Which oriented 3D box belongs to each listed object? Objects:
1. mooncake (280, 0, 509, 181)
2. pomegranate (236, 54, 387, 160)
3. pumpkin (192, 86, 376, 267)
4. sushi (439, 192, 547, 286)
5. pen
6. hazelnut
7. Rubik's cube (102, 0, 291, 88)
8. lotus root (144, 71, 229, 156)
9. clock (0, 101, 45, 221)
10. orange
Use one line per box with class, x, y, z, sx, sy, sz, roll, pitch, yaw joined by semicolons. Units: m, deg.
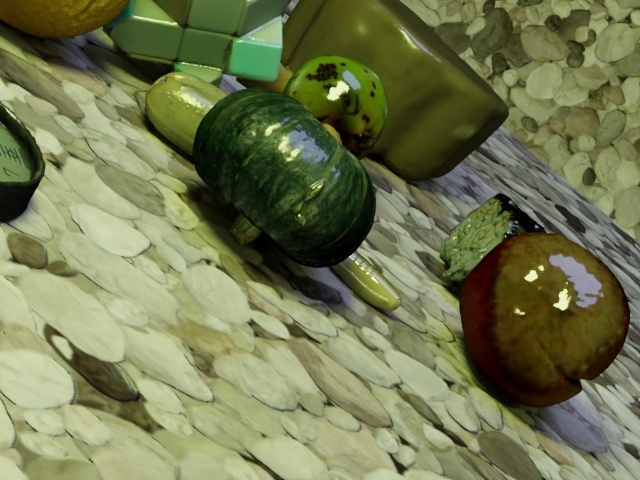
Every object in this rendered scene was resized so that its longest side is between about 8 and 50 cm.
mooncake;0.108;-0.260;2.092;0.378;0.201;0.378;39;15;-12
pomegranate;-0.015;-0.176;1.702;0.220;0.156;0.156;22;13;14
pumpkin;-0.038;-0.059;1.336;0.211;0.152;0.211;41;10;-9
sushi;0.243;0.020;1.731;0.126;0.136;0.225;46;12;-3
pen;0.000;0.000;1.469;0.233;0.032;0.040;41;41;14
hazelnut;0.252;0.097;1.501;0.208;0.208;0.208;35;17;-12
Rubik's cube;-0.150;-0.278;1.576;0.224;0.265;0.213;12;52;-19
lotus root;-0.114;-0.121;1.458;0.183;0.077;0.090;30;26;-14
clock;-0.306;-0.089;1.049;0.184;0.040;0.184;35;17;-12
orange;-0.295;-0.335;1.401;0.236;0.236;0.236;35;17;-12
